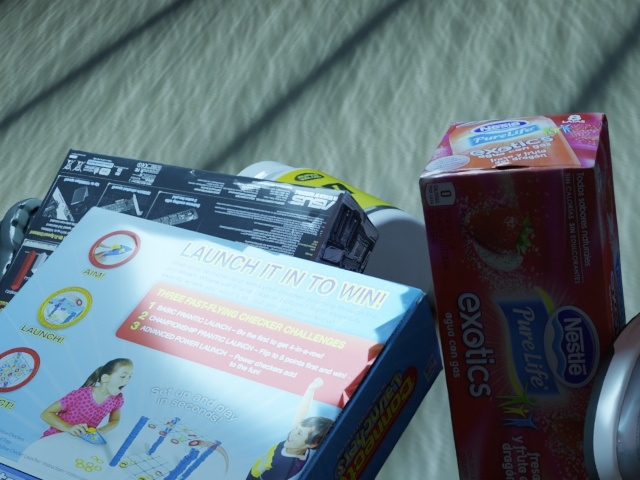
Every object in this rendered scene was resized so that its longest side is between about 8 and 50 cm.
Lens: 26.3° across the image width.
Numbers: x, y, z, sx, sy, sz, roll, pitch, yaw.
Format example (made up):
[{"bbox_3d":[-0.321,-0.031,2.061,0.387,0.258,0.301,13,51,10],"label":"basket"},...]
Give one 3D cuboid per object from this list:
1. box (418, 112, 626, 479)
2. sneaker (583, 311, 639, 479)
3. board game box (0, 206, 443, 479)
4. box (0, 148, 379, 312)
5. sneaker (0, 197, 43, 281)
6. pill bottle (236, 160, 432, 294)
[{"bbox_3d":[0.155,0.047,0.990,0.122,0.257,0.128,-3,21,17],"label":"box"},{"bbox_3d":[0.309,0.075,0.894,0.178,0.124,0.295,-17,21,50],"label":"sneaker"},{"bbox_3d":[-0.119,0.133,0.955,0.308,0.086,0.302,14,51,31],"label":"board game box"},{"bbox_3d":[-0.134,0.056,1.166,0.307,0.076,0.242,9,65,31],"label":"box"},{"bbox_3d":[-0.320,0.073,1.324,0.106,0.101,0.267,-30,26,30],"label":"sneaker"},{"bbox_3d":[0.000,0.000,1.285,0.119,0.119,0.208,-27,33,-26],"label":"pill bottle"}]
